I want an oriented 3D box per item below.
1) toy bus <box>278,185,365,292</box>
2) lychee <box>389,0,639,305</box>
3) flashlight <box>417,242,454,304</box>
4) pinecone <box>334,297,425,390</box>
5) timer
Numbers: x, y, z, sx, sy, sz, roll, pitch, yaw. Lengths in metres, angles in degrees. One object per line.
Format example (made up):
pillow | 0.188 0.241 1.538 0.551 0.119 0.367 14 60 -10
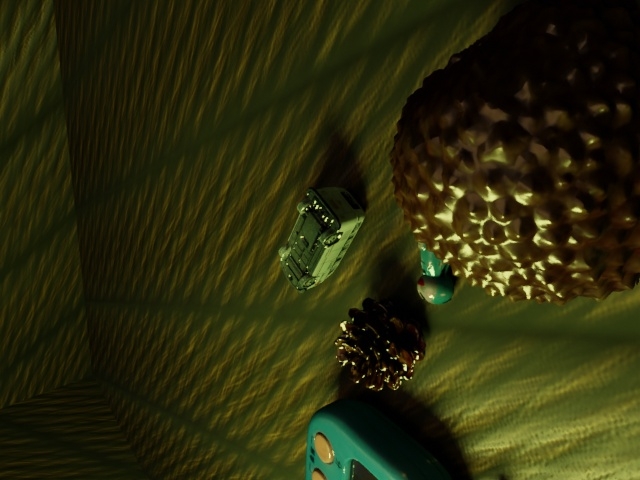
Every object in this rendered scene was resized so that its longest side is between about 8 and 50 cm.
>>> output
toy bus | 0.000 0.000 0.904 0.087 0.088 0.194 53 140 25
lychee | 0.193 -0.064 0.486 0.267 0.267 0.268 26 124 47
flashlight | 0.155 0.022 0.743 0.051 0.051 0.129 14 109 51
pinecone | 0.083 0.156 0.829 0.140 0.120 0.141 17 115 41
timer | 0.096 0.450 0.937 0.309 0.115 0.341 31 127 45
